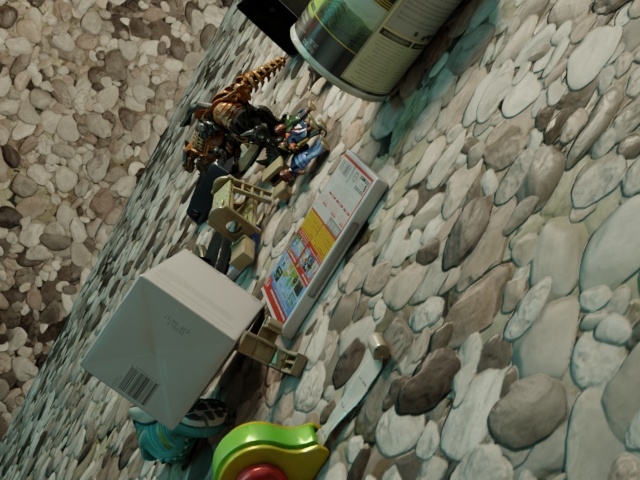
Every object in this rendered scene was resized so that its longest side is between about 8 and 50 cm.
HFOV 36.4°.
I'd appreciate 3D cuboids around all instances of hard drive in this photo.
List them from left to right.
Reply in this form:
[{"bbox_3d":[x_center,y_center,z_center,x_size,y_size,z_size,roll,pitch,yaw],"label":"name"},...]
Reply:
[{"bbox_3d":[-0.260,-0.164,2.379,0.254,0.054,0.172,129,161,-53],"label":"hard drive"}]

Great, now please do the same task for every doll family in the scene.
[{"bbox_3d":[-0.043,-0.185,1.857,0.111,0.076,0.193,-34,21,15],"label":"doll family"}]

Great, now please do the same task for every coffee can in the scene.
[{"bbox_3d":[0.108,-0.389,1.563,0.275,0.201,0.201,-51,21,29],"label":"coffee can"}]

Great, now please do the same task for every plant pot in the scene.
[{"bbox_3d":[-0.055,-0.574,2.312,0.167,0.188,0.187,-53,15,-17],"label":"plant pot"}]

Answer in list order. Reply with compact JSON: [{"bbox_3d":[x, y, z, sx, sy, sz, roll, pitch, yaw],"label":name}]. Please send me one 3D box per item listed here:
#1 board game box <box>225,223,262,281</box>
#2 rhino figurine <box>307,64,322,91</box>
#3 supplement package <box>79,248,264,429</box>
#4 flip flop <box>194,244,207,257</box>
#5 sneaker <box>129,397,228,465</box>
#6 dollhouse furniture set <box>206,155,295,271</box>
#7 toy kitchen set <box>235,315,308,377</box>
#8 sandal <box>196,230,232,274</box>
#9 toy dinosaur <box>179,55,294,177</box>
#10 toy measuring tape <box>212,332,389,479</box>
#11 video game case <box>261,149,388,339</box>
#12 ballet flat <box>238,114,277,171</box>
[{"bbox_3d":[-0.153,0.024,1.934,0.090,0.020,0.090,-45,24,41],"label":"board game box"},{"bbox_3d":[0.031,-0.416,2.003,0.243,0.073,0.106,-60,16,9],"label":"rhino figurine"},{"bbox_3d":[-0.226,0.148,1.566,0.175,0.177,0.293,-55,-1,9],"label":"supplement package"},{"bbox_3d":[-0.322,0.132,2.123,0.277,0.080,0.112,-61,19,1],"label":"flip flop"},{"bbox_3d":[-0.235,0.323,1.642,0.275,0.107,0.110,-21,73,56],"label":"sneaker"},{"bbox_3d":[-0.135,-0.069,1.862,0.161,0.101,0.182,-40,28,26],"label":"dollhouse furniture set"},{"bbox_3d":[-0.065,0.150,1.425,0.068,0.083,0.075,-66,19,-11],"label":"toy kitchen set"},{"bbox_3d":[-0.285,0.155,1.941,0.167,0.107,0.445,-37,31,61],"label":"sandal"},{"bbox_3d":[-0.169,-0.245,2.049,0.322,0.218,0.164,-39,28,48],"label":"toy dinosaur"},{"bbox_3d":[-0.046,0.237,1.206,0.330,0.121,0.121,-57,19,12],"label":"toy measuring tape"},{"bbox_3d":[0.000,0.000,1.562,0.285,0.025,0.204,-58,19,9],"label":"video game case"},{"bbox_3d":[-0.159,-0.235,2.266,0.168,0.052,0.057,-52,20,26],"label":"ballet flat"}]
